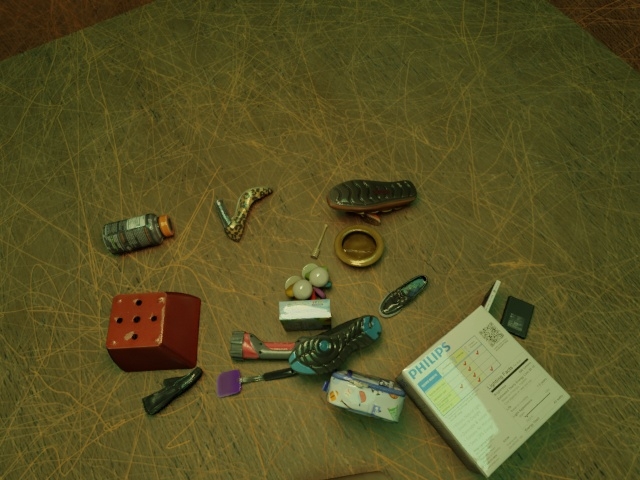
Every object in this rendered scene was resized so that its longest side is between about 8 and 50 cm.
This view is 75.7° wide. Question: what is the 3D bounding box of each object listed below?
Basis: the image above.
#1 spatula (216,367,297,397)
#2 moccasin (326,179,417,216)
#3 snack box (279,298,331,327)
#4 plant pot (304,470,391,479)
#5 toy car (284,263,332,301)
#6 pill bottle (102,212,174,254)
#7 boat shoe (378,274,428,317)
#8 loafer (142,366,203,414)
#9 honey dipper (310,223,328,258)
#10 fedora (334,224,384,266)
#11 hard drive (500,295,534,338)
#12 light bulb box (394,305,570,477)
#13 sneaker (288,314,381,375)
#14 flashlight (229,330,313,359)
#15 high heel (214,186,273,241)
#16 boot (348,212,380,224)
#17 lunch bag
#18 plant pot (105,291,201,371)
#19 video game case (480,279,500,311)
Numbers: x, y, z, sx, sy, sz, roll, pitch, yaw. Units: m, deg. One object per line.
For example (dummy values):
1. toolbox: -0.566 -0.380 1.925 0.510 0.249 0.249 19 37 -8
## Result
1. spatula: -0.223 0.484 1.451 0.297 0.030 0.084 -10 64 -2
2. moccasin: 0.195 -0.167 1.628 0.381 0.147 0.139 -12 69 -28
3. snack box: -0.049 0.266 1.447 0.175 0.207 0.070 -3 66 0
4. plant pot: 0.088 0.812 1.170 0.281 0.323 0.323 -15 65 -23
5. toy car: -0.035 0.176 1.537 0.182 0.159 0.136 -37 104 -14
6. pill bottle: -0.721 -0.033 1.647 0.246 0.130 0.130 -14 66 -5
7. boat shoe: 0.312 0.202 1.536 0.229 0.076 0.080 -31 68 -12
8. loafer: -0.514 0.508 1.425 0.223 0.076 0.078 -36 77 -10
9. honey dipper: 0.000 0.000 1.666 0.031 0.030 0.160 18 63 10
10. fedora: 0.152 0.030 1.618 0.195 0.079 0.194 -3 64 7
11. hard drive: 0.723 0.281 1.516 0.094 0.022 0.135 23 69 12
12. light bulb box: 0.497 0.473 1.326 0.358 0.225 0.361 -35 69 -12
13. sneaker: 0.046 0.363 1.407 0.341 0.140 0.124 -17 80 -22
14. flashlight: -0.164 0.376 1.467 0.305 0.103 0.103 0 110 -2
15. high heel: -0.290 -0.114 1.715 0.262 0.093 0.186 -23 89 -21
16. boot: 0.190 -0.126 1.700 0.158 0.059 0.084 31 65 16
17. lunch bag: 0.131 0.475 1.295 0.244 0.303 0.114 15 76 8
18. plant pot: -0.590 0.300 1.435 0.268 0.235 0.267 -3 65 0
19. video game case: 0.591 0.230 1.469 0.019 0.157 0.143 26 69 18
